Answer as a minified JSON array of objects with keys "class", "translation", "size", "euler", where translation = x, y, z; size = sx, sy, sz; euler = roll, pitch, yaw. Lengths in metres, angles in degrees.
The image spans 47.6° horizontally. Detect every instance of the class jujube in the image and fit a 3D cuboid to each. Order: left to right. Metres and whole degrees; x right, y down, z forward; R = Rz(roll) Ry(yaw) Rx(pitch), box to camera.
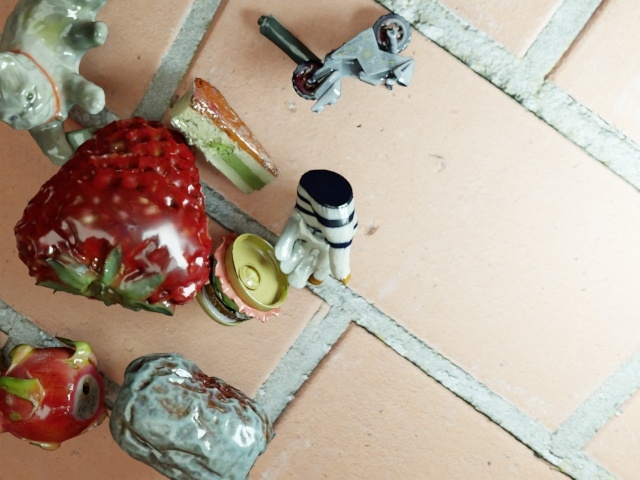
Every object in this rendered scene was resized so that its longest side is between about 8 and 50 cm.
[{"class":"jujube","translation":[-0.250,0.353,1.399],"size":[0.317,0.226,0.226],"euler":[26,111,-1]}]

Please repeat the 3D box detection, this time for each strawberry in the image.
[{"class":"strawberry","translation":[-0.323,-0.060,1.237],"size":[0.318,0.295,0.345],"euler":[10,72,5]}]

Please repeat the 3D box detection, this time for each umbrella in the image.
[{"class":"umbrella","translation":[-0.054,-0.334,1.238],"size":[0.133,0.031,0.036],"euler":[43,86,0]}]

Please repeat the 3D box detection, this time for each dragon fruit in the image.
[{"class":"dragon fruit","translation":[-0.555,0.308,1.472],"size":[0.227,0.224,0.224],"euler":[6,108,14]}]

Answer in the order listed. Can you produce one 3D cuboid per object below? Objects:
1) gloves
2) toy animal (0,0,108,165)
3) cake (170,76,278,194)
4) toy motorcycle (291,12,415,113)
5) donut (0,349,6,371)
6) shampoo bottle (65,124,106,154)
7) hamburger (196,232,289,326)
[{"class":"gloves","translation":[0.001,-0.012,1.288],"size":[0.140,0.131,0.218],"euler":[14,140,7]},{"class":"toy animal","translation":[-0.478,-0.333,1.236],"size":[0.308,0.188,0.266],"euler":[-47,56,24]},{"class":"cake","translation":[-0.175,-0.195,1.307],"size":[0.086,0.116,0.220],"euler":[-32,129,23]},{"class":"toy motorcycle","translation":[0.064,-0.278,1.198],"size":[0.215,0.080,0.122],"euler":[-29,90,6]},{"class":"donut","translation":[-0.836,0.299,1.562],"size":[0.317,0.150,0.299],"euler":[42,111,-1]},{"class":"shampoo bottle","translation":[-0.413,-0.084,1.375],"size":[0.085,0.085,0.262],"euler":[-9,104,16]},{"class":"hamburger","translation":[-0.153,0.078,1.324],"size":[0.137,0.175,0.175],"euler":[-28,98,32]}]
